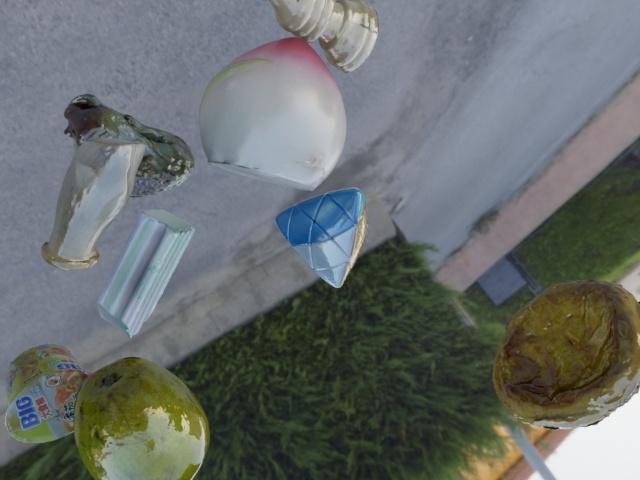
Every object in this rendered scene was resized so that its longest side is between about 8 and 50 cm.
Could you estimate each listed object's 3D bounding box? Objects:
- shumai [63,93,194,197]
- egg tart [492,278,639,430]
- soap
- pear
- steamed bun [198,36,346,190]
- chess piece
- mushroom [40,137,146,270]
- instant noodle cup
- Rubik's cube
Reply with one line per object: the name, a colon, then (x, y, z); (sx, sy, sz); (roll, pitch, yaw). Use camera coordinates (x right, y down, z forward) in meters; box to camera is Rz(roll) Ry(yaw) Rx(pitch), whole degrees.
shumai: (-0.417, -0.226, 1.135); (0.271, 0.222, 0.204); (-30, 144, -41)
egg tart: (0.501, 0.227, 0.995); (0.341, 0.129, 0.341); (-51, -162, 24)
soap: (-0.488, 0.092, 1.391); (0.347, 0.114, 0.208); (-61, 180, 5)
pear: (-0.369, 0.395, 1.063); (0.252, 0.308, 0.253); (-17, -156, 8)
steamed bun: (-0.084, -0.262, 1.011); (0.309, 0.309, 0.309); (-30, 160, -12)
chess piece: (-0.018, -0.462, 1.027); (0.138, 0.124, 0.307); (-32, 156, 35)
mushroom: (-0.336, -0.065, 0.750); (0.247, 0.108, 0.096); (-51, 165, 23)
instant noodle cup: (-0.655, 0.359, 1.219); (0.204, 0.153, 0.205); (-20, 123, -33)
Rubik's cube: (0.000, 0.000, 1.256); (0.254, 0.255, 0.254); (-30, 160, -12)
